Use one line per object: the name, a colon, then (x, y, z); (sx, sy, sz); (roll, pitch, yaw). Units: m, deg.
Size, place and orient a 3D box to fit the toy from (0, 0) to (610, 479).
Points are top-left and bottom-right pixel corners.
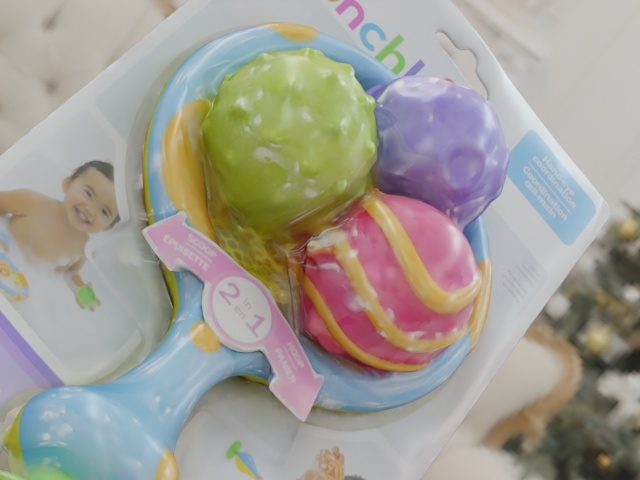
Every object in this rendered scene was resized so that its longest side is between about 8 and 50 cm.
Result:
toy: (0.000, 0.000, 0.426); (0.137, 0.056, 0.237); (51, 52, -9)
